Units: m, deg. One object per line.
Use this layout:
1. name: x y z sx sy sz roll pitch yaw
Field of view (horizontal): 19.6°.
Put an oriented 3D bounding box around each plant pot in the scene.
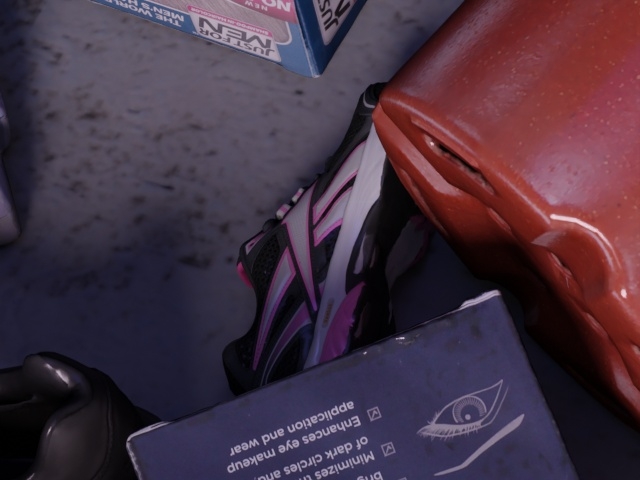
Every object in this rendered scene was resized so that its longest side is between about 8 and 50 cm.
1. plant pot: 0.182 -0.068 0.759 0.265 0.272 0.272 -42 61 -7

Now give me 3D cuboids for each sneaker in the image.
1. sneaker: -0.207 0.111 0.781 0.286 0.130 0.109 -21 59 -2
2. sneaker: 0.000 0.000 0.851 0.077 0.072 0.178 3 53 23

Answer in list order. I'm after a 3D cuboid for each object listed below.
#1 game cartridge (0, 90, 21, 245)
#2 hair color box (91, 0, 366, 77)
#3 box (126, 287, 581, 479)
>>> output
1. game cartridge: -0.299 -0.117 0.982 0.230 0.068 0.355 -22 57 1
2. hair color box: -0.003 -0.269 0.994 0.174 0.105 0.347 20 65 21
3. box: 0.027 0.126 0.727 0.156 0.093 0.158 -21 76 -3
